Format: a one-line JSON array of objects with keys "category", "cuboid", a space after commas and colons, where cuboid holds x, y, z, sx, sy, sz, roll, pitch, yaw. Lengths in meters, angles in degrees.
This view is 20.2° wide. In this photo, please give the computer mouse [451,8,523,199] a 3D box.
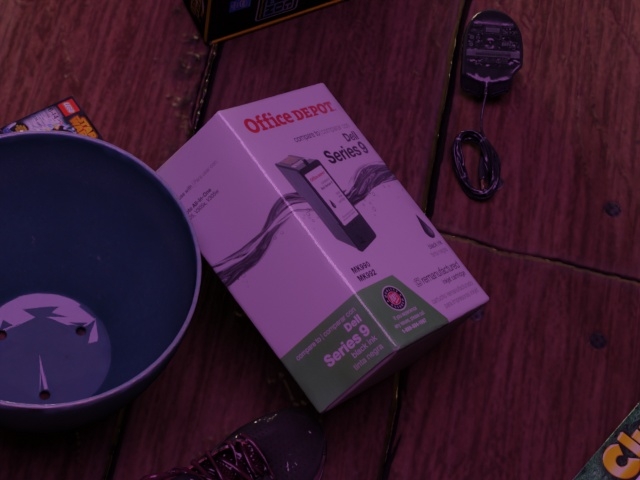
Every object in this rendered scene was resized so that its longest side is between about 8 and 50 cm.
[{"category": "computer mouse", "cuboid": [0.185, -0.152, 2.017, 0.071, 0.041, 0.242, 7, 66, 5]}]

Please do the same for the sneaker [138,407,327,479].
[{"category": "sneaker", "cuboid": [-0.093, 0.235, 1.674, 0.281, 0.162, 0.106, -39, 73, -25]}]

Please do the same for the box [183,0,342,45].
[{"category": "box", "cuboid": [-0.013, -0.368, 1.939, 0.257, 0.322, 0.079, -19, 64, -19]}]

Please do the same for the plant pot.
[{"category": "plant pot", "cuboid": [-0.267, 0.067, 1.723, 0.290, 0.195, 0.290, 4, 60, -7]}]

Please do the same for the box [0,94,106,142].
[{"category": "box", "cuboid": [-0.269, -0.081, 1.905, 0.094, 0.027, 0.137, -28, 68, -23]}]

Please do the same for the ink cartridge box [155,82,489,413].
[{"category": "ink cartridge box", "cuboid": [0.000, 0.000, 1.771, 0.289, 0.121, 0.211, 53, 31, 9]}]

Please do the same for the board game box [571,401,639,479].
[{"category": "board game box", "cuboid": [0.355, 0.232, 1.825, 0.136, 0.030, 0.259, 38, 62, 15]}]
